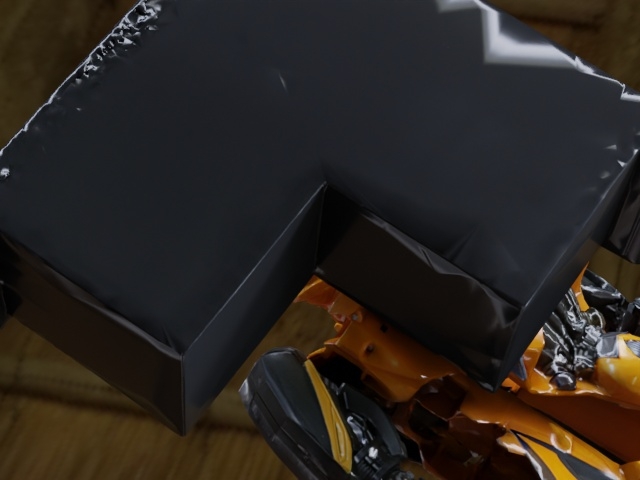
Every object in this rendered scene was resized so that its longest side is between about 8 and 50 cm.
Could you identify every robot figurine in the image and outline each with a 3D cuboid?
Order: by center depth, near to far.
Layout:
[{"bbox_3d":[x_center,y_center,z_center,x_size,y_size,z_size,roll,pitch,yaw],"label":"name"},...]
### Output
[{"bbox_3d":[0.115,0.074,0.662,0.291,0.211,0.085,34,-58,2],"label":"robot figurine"}]

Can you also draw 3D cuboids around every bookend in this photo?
[{"bbox_3d":[0.000,0.000,0.547,0.157,0.072,0.156,32,-115,13],"label":"bookend"}]
